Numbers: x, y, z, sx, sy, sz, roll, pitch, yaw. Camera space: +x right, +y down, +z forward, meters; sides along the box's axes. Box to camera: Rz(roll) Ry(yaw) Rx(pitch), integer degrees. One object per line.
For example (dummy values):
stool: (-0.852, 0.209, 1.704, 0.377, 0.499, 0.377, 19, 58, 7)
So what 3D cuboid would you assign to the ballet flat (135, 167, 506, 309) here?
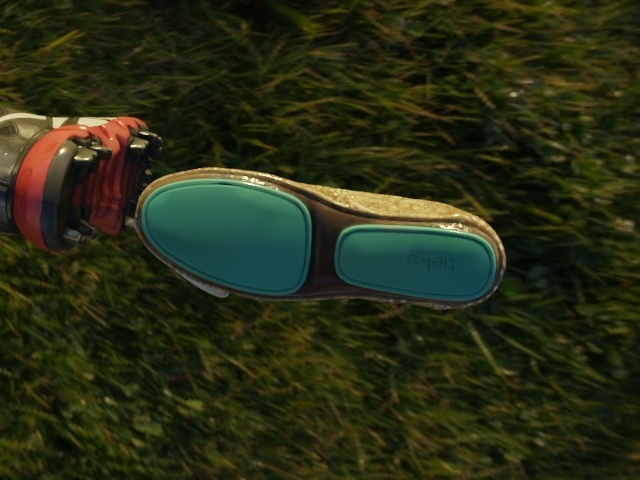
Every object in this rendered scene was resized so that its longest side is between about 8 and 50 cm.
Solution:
ballet flat: (0.000, 0.000, 0.733, 0.206, 0.067, 0.073, 12, 101, 0)

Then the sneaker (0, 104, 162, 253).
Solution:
sneaker: (-0.207, -0.054, 0.997, 0.135, 0.276, 0.098, 12, 98, 7)

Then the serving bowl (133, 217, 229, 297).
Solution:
serving bowl: (-0.088, 0.002, 0.889, 0.083, 0.083, 0.027, 44, 73, -19)
